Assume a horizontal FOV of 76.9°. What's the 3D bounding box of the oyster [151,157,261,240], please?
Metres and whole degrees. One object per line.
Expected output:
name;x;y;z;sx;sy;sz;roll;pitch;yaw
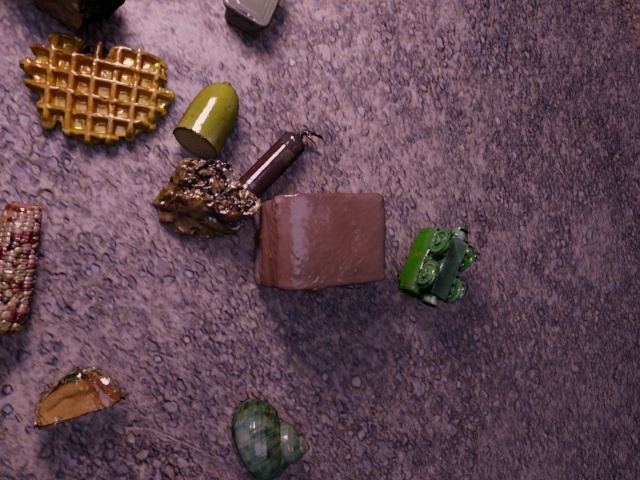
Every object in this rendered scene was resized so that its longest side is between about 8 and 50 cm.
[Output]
oyster;-0.279;-0.089;0.958;0.223;0.083;0.214;-43;93;6

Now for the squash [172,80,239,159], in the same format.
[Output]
squash;-0.265;-0.304;0.976;0.123;0.123;0.187;28;75;-19

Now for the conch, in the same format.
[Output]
conch;-0.129;0.499;1.003;0.188;0.122;0.176;26;55;-23

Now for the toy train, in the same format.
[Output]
toy train;0.332;0.072;1.163;0.132;0.188;0.243;30;76;-17

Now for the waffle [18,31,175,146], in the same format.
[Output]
waffle;-0.499;-0.353;0.910;0.309;0.065;0.283;-42;104;-19

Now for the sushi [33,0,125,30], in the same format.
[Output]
sushi;-0.571;-0.597;0.817;0.350;0.211;0.171;43;78;-10

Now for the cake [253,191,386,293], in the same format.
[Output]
cake;0.000;0.000;1.012;0.308;0.237;0.230;-6;94;-24

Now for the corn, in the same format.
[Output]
corn;-0.635;0.056;0.826;0.092;0.092;0.281;9;84;-21

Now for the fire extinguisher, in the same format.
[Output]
fire extinguisher;-0.107;-0.204;1.055;0.089;0.072;0.268;39;74;5

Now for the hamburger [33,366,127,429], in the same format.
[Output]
hamburger;-0.522;0.326;0.872;0.176;0.087;0.102;-15;82;-14

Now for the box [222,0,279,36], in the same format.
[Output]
box;-0.174;-0.620;1.034;0.124;0.093;0.172;24;79;-19
